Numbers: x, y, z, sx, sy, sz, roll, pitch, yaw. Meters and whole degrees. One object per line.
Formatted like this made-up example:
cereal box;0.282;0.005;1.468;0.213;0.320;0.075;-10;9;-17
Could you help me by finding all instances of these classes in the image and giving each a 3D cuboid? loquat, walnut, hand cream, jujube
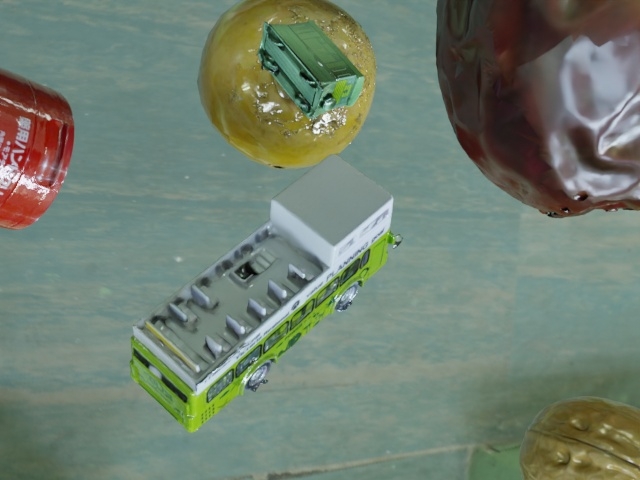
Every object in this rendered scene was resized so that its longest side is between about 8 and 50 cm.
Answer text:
loquat;-0.041;-0.207;1.121;0.235;0.235;0.235;-4;97;-32
walnut;0.327;0.266;1.021;0.165;0.197;0.165;-20;120;-38
hand cream;-0.402;-0.116;1.059;0.125;0.193;0.193;18;85;-47
jujube;0.155;-0.132;0.472;0.183;0.183;0.243;-3;97;-32

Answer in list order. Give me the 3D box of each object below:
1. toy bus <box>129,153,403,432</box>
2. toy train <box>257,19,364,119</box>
toy bus;-0.051;0.049;0.886;0.302;0.113;0.139;-40;155;-30
toy train;-0.009;-0.141;0.704;0.056;0.093;0.038;-19;148;-33
